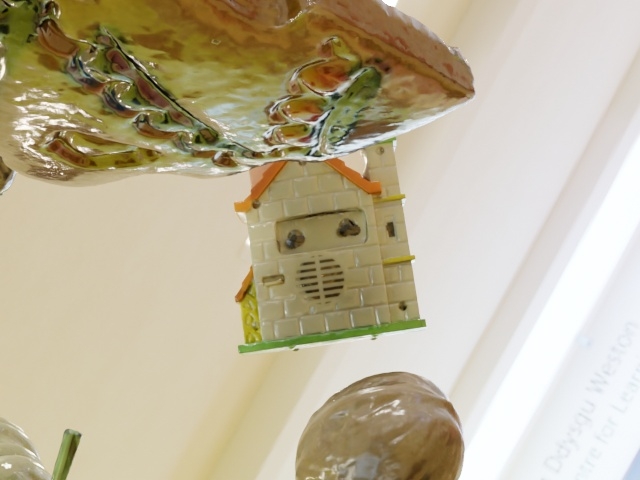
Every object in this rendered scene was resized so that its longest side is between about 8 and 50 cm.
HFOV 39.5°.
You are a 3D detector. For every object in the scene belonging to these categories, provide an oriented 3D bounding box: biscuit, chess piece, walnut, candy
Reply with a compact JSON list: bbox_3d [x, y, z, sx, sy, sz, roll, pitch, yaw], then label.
[{"bbox_3d":[-0.076,-0.078,0.429,0.278,0.302,0.043,76,-164,-72],"label":"biscuit"},{"bbox_3d":[-0.490,0.375,1.354,0.182,0.330,0.182,1,-93,-29],"label":"chess piece"},{"bbox_3d":[0.053,0.192,0.806,0.162,0.140,0.140,-46,-22,21],"label":"walnut"},{"bbox_3d":[-0.314,0.318,1.007,0.073,0.077,0.262,12,-67,-25],"label":"candy"}]

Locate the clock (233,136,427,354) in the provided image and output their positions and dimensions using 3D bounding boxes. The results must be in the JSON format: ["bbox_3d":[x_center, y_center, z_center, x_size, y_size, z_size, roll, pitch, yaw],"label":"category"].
[{"bbox_3d":[0.000,0.000,1.083,0.106,0.220,0.255,76,-174,-81],"label":"clock"}]

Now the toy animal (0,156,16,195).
[{"bbox_3d":[-0.293,-0.155,1.024,0.343,0.168,0.106,-37,-59,-10],"label":"toy animal"}]
